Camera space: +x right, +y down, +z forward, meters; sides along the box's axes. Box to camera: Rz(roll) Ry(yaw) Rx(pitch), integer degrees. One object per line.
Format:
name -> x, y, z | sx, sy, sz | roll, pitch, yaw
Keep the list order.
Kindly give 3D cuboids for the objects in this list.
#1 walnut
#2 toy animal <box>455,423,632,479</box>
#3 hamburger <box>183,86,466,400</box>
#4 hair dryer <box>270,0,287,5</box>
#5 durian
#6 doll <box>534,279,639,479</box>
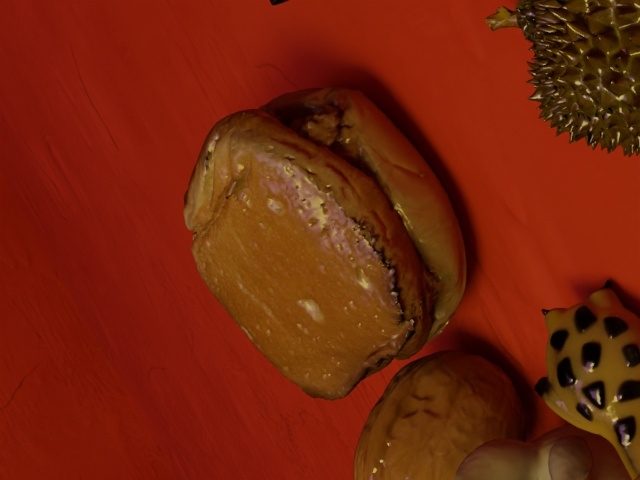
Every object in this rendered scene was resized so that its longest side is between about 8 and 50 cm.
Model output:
walnut -> 0.116, 0.204, 0.975 | 0.159, 0.206, 0.159 | 30, 159, 13
toy animal -> 0.215, 0.263, 0.865 | 0.128, 0.179, 0.193 | -7, 86, 42
hamburger -> 0.000, 0.005, 0.992 | 0.284, 0.174, 0.304 | 53, 153, 6
hair dryer -> 0.002, -0.287, 0.817 | 0.219, 0.072, 0.124 | -11, 108, 55
durian -> 0.175, -0.125, 0.644 | 0.208, 0.102, 0.146 | 36, 152, 45
doll -> 0.247, 0.168, 0.750 | 0.117, 0.086, 0.291 | -31, 59, 25
